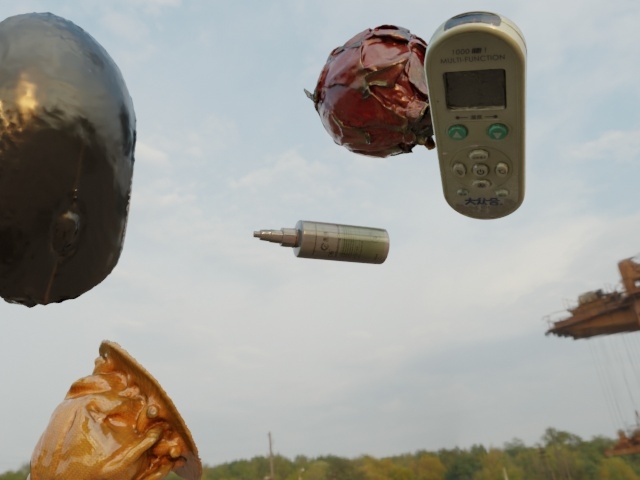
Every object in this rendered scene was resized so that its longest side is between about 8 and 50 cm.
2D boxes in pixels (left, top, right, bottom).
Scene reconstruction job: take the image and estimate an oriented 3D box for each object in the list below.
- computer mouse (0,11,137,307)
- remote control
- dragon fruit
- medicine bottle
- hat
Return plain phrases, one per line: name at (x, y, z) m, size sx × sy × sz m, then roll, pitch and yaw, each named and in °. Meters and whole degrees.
computer mouse at (-0.286, -0.090, 0.632) m, size 0.116 × 0.324 × 0.182 m, roll -5°, pitch -9°, yaw 39°
remote control at (0.140, -0.099, 0.518) m, size 0.078 × 0.042 × 0.221 m, roll 3°, pitch -38°, yaw 22°
dragon fruit at (0.113, -0.266, 1.071) m, size 0.244 × 0.299 × 0.245 m, roll -13°, pitch -61°, yaw -25°
medicine bottle at (0.000, 0.000, 0.855) m, size 0.199 × 0.058 × 0.058 m, roll 6°, pitch -29°, yaw -18°
hat at (-0.331, 0.295, 0.801) m, size 0.233 × 0.244 × 0.233 m, roll -31°, pitch 3°, yaw -39°
